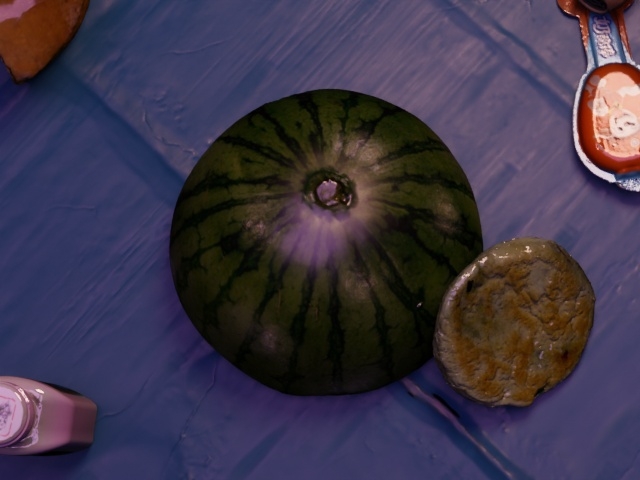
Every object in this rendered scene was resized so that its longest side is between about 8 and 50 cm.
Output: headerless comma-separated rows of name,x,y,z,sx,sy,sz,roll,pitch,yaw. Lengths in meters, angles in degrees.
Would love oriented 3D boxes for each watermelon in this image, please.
watermelon,0.000,0.000,1.758,0.330,0.189,0.331,-2,81,11

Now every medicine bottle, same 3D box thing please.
medicine bottle,-0.299,0.177,1.736,0.115,0.219,0.078,8,83,5

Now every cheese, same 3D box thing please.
cheese,0.308,-0.171,1.822,0.106,0.037,0.256,-10,75,2

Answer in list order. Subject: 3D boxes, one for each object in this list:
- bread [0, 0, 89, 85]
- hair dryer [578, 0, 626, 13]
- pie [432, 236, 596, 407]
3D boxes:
bread,-0.337,-0.338,1.831,0.179,0.194,0.340,-34,82,-6
hair dryer,0.270,-0.327,1.837,0.181,0.064,0.117,35,75,20
pie,0.197,0.084,1.759,0.186,0.041,0.187,-7,110,-21
